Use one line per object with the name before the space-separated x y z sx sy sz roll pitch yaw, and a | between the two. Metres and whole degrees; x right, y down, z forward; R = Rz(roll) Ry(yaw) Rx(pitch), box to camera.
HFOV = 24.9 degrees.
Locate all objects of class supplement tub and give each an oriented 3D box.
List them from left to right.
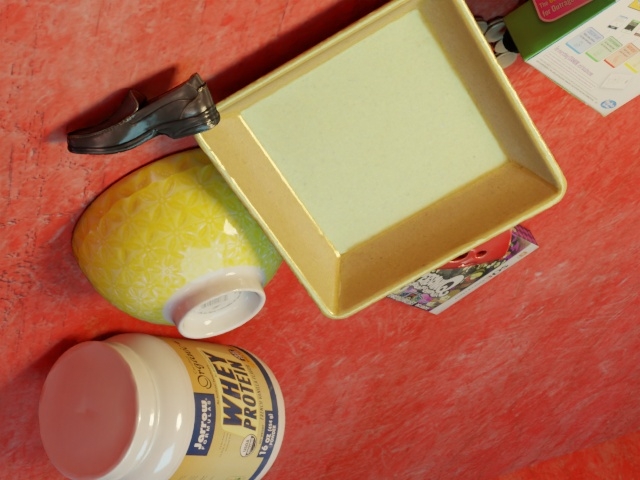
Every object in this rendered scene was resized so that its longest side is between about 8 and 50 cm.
supplement tub | -0.225 0.253 2.084 0.228 0.228 0.316 -37 153 25

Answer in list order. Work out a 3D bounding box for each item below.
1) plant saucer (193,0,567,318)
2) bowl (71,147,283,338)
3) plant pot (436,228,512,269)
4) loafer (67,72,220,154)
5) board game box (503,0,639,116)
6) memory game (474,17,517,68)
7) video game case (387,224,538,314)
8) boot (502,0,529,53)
plant saucer | 0.069 -0.111 1.679 0.333 0.081 0.332 -29 120 10
bowl | -0.149 0.027 1.797 0.289 0.156 0.289 -20 155 -10
plant pot | 0.135 -0.048 1.870 0.174 0.191 0.191 -15 153 -14
loafer | -0.197 -0.136 1.566 0.170 0.061 0.062 -15 -161 2
board game box | 0.397 -0.278 1.639 0.316 0.064 0.242 -33 154 22
memory game | 0.162 -0.212 1.779 0.186 0.012 0.186 -20 155 -10
video game case | 0.206 0.030 2.259 0.210 0.041 0.232 -35 153 19
boot | 0.281 -0.267 1.742 0.099 0.045 0.121 -6 142 -47
